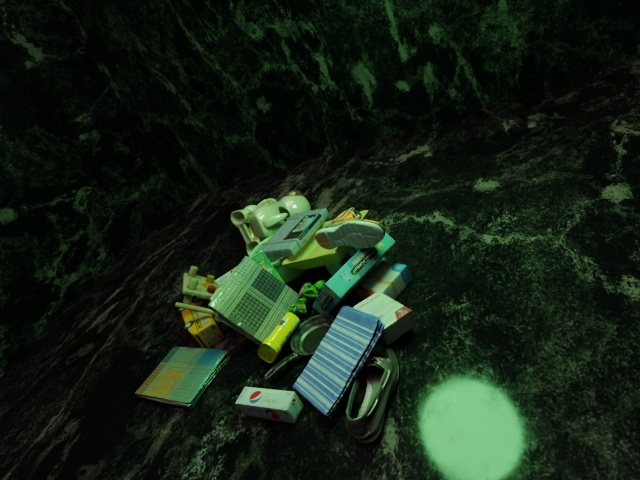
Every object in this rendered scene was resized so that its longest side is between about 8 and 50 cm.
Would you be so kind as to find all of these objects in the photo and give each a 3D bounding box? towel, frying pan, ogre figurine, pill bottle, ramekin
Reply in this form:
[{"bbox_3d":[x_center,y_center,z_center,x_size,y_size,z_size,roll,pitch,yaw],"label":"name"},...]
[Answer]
[{"bbox_3d":[-0.272,0.257,1.732,0.056,0.312,0.324,-47,8,43],"label":"towel"},{"bbox_3d":[-0.567,0.551,1.710,0.371,0.040,0.271,-8,31,35],"label":"towel"},{"bbox_3d":[-0.046,0.397,1.511,0.197,0.053,0.326,-6,35,37],"label":"frying pan"},{"bbox_3d":[-0.042,0.226,1.734,0.097,0.196,0.118,28,22,13],"label":"ogre figurine"},{"bbox_3d":[0.120,0.076,1.864,0.112,0.112,0.187,7,42,47],"label":"pill bottle"},{"bbox_3d":[-0.191,0.090,2.069,0.304,0.148,0.303,-21,28,11],"label":"ramekin"},{"bbox_3d":[0.052,0.373,1.346,0.335,0.040,0.243,-56,26,-13],"label":"towel"}]

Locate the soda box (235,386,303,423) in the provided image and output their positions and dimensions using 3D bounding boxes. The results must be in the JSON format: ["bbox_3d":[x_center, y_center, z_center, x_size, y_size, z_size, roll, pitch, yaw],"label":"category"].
[{"bbox_3d":[-0.168,0.533,1.351,0.216,0.073,0.069,-7,33,33],"label":"soda box"}]

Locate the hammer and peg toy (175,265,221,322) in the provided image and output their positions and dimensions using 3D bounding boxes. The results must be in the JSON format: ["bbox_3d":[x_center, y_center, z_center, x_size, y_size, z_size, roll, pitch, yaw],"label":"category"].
[{"bbox_3d":[-0.524,0.241,1.942,0.361,0.266,0.127,-140,68,-69],"label":"hammer and peg toy"}]

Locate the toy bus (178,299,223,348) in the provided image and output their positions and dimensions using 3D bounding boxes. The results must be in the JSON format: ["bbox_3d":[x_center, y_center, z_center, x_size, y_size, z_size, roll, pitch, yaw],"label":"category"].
[{"bbox_3d":[-0.562,0.376,1.932,0.130,0.108,0.333,-34,28,-14],"label":"toy bus"}]

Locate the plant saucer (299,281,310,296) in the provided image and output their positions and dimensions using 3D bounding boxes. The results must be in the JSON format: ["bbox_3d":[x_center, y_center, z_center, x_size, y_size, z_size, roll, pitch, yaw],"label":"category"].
[{"bbox_3d":[-0.072,0.215,1.830,0.015,0.083,0.083,32,50,9],"label":"plant saucer"}]

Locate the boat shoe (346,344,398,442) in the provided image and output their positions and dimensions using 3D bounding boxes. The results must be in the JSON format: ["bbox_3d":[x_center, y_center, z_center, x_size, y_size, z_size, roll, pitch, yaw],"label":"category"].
[{"bbox_3d":[0.156,0.424,1.233,0.112,0.095,0.335,-14,29,29],"label":"boat shoe"}]

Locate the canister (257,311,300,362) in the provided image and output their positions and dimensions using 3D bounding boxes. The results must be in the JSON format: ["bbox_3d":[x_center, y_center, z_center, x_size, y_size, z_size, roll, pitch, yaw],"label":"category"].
[{"bbox_3d":[-0.157,0.369,1.590,0.170,0.073,0.126,-50,-7,-42],"label":"canister"}]

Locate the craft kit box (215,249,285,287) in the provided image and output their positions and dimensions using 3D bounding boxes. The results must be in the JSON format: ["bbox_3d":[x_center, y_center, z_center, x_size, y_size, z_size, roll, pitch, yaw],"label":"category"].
[{"bbox_3d":[-0.298,0.213,1.852,0.250,0.246,0.061,-35,2,-15],"label":"craft kit box"}]

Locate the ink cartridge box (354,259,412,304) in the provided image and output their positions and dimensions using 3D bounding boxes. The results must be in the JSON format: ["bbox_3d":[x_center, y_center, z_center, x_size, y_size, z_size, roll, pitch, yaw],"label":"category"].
[{"bbox_3d":[0.231,0.185,1.613,0.231,0.078,0.134,-42,31,-27],"label":"ink cartridge box"}]

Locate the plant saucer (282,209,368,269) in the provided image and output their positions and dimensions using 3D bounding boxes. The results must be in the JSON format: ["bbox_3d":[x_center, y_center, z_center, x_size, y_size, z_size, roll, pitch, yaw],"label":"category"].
[{"bbox_3d":[0.038,0.015,1.848,0.333,0.081,0.332,-15,25,43],"label":"plant saucer"}]

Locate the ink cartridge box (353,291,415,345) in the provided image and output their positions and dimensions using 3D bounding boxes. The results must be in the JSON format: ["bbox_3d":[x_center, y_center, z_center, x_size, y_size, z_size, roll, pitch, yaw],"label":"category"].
[{"bbox_3d":[0.215,0.262,1.422,0.128,0.072,0.175,-29,28,-20],"label":"ink cartridge box"}]

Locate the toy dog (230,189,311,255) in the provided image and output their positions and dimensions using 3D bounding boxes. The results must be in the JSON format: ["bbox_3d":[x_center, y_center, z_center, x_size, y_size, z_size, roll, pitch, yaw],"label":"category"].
[{"bbox_3d":[-0.240,-0.143,2.350,0.408,0.284,0.395,-28,-7,-39],"label":"toy dog"}]

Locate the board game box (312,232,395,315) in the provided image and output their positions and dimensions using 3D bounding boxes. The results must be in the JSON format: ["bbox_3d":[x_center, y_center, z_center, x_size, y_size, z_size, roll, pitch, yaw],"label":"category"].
[{"bbox_3d":[0.128,0.134,1.634,0.336,0.079,0.253,-43,-11,-28],"label":"board game box"}]

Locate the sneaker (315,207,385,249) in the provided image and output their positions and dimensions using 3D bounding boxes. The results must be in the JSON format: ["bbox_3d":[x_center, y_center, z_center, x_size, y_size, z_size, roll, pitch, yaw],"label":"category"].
[{"bbox_3d":[0.134,-0.063,1.600,0.321,0.124,0.180,-2,34,43],"label":"sneaker"}]

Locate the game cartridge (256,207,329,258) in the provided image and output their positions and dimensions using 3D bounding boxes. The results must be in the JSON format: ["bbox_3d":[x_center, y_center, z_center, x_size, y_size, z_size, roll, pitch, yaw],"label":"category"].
[{"bbox_3d":[-0.128,-0.039,2.000,0.230,0.068,0.355,-12,27,39],"label":"game cartridge"}]
